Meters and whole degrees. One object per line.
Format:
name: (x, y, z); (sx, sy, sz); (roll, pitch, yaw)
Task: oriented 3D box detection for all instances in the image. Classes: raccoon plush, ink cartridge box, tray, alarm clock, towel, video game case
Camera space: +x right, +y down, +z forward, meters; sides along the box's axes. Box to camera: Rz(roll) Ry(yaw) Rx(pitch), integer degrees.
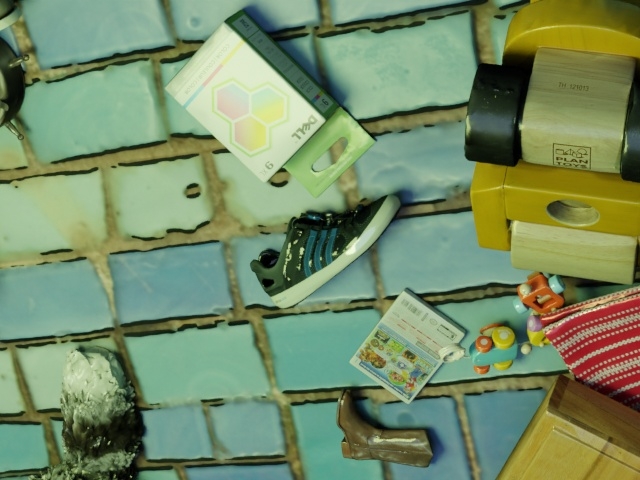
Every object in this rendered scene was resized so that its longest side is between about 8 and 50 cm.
raccoon plush: (-0.350, 0.387, 1.806); (0.216, 0.299, 0.446); (-3, 112, 20)
ink cartridge box: (-0.055, -0.139, 1.610); (0.209, 0.062, 0.109); (44, 118, -5)
tray: (0.274, 0.352, 1.672); (0.202, 0.076, 0.411); (27, 130, 6)
alarm clock: (-0.434, -0.187, 1.717); (0.192, 0.064, 0.129); (16, 117, 14)
towel: (0.380, 0.158, 1.575); (0.199, 0.031, 0.275); (-20, 120, 28)
video game case: (0.100, 0.124, 1.705); (0.087, 0.011, 0.122); (35, 119, 0)

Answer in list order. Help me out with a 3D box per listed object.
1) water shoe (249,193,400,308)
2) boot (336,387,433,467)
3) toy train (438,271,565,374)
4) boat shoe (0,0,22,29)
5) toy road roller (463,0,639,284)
water shoe: (0.000, 0.000, 1.648); (0.203, 0.073, 0.080); (-40, 94, 28)
boot: (0.079, 0.223, 1.741); (0.114, 0.037, 0.106); (4, 127, 20)
toy train: (0.210, 0.084, 1.609); (0.166, 0.046, 0.125); (-35, 139, 28)
boat shoe: (-0.483, -0.275, 1.665); (0.305, 0.109, 0.091); (3, 119, 21)
toy road roller: (0.269, -0.125, 1.462); (0.202, 0.241, 0.329); (8, 153, 14)
